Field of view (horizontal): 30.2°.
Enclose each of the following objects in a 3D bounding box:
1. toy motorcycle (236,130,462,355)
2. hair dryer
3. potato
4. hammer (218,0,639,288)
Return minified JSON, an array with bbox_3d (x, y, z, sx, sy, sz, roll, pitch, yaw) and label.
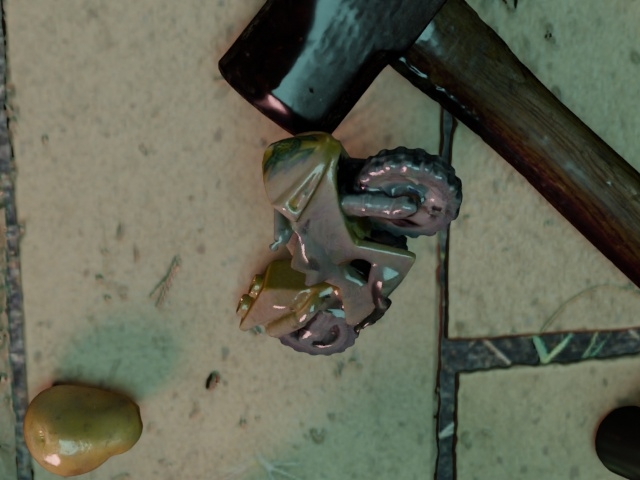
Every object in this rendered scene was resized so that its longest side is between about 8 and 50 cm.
[{"bbox_3d":[0.000,0.000,0.820,0.129,0.094,0.229,20,139,-13],"label":"toy motorcycle"},{"bbox_3d":[0.289,0.101,0.932,0.057,0.100,0.198,25,84,-14],"label":"hair dryer"},{"bbox_3d":[-0.174,0.137,0.870,0.083,0.062,0.068,-13,75,-5],"label":"potato"},{"bbox_3d":[0.147,-0.092,0.856,0.409,0.095,0.242,39,94,-18],"label":"hammer"}]
